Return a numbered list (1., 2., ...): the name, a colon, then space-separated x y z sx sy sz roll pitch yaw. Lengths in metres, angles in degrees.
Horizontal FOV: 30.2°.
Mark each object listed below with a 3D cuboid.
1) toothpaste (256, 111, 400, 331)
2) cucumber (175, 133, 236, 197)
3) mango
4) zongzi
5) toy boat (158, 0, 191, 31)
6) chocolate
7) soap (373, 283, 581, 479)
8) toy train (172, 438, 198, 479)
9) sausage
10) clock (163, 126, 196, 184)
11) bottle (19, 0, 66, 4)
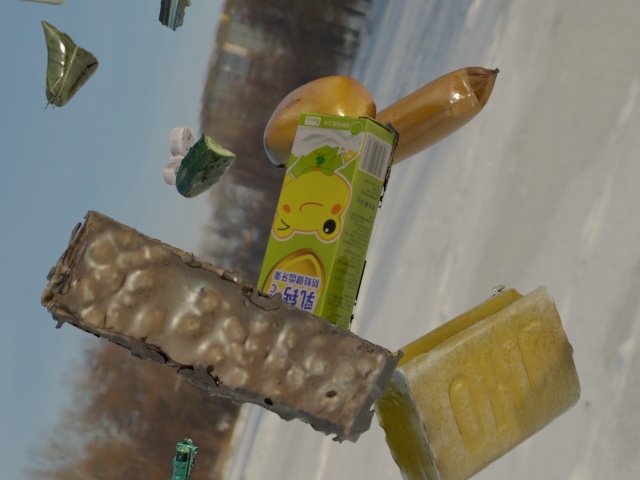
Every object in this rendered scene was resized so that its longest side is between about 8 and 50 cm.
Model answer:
1. toothpaste: 0.000 0.000 1.490 0.077 0.110 0.327 22 -99 -55
2. cucumber: -0.184 -0.104 1.808 0.107 0.067 0.035 -51 8 26
3. mango: 0.010 -0.198 1.962 0.257 0.187 0.138 -8 108 64
4. zongzi: -0.482 -0.300 2.086 0.154 0.130 0.062 -56 13 -29
5. toy boat: -0.166 -0.334 1.524 0.059 0.066 0.140 -85 11 -60
6. chocolate: -0.076 0.074 0.970 0.102 0.329 0.065 -60 33 2
7. soap: 0.192 0.178 1.451 0.089 0.274 0.173 -8 104 52
8. toy train: -0.174 0.292 1.466 0.045 0.029 0.092 -40 -40 -78
9. sausage: 0.199 -0.228 2.135 0.328 0.112 0.112 -28 29 32
10. clock: -0.266 -0.154 2.268 0.087 0.041 0.129 62 -148 -50
11. bottle: -0.411 -0.336 1.376 0.104 0.245 0.104 4 95 53
